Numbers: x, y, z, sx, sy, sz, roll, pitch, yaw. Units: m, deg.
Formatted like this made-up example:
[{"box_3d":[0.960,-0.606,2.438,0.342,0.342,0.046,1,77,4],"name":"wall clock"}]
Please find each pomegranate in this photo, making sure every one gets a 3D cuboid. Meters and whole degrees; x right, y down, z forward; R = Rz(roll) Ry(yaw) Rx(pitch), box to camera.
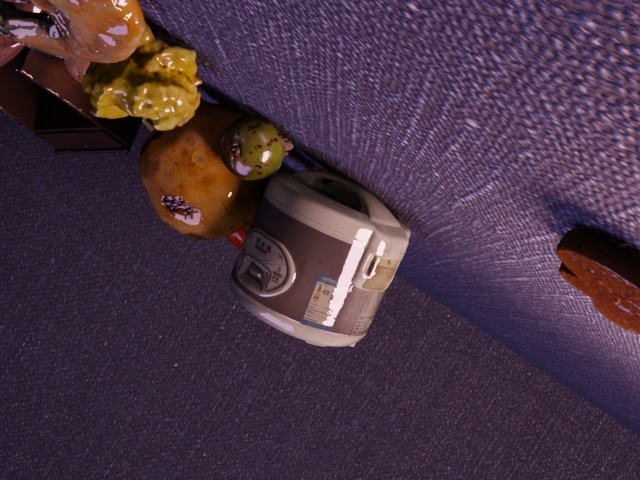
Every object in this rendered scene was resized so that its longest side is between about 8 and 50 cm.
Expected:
[{"box_3d":[-0.105,-0.159,1.718,0.115,0.114,0.142,33,-157,27],"name":"pomegranate"},{"box_3d":[-0.209,-0.127,1.858,0.260,0.260,0.260,34,178,1],"name":"pomegranate"}]

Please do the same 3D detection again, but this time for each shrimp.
[{"box_3d":[-0.426,-0.355,1.237,0.445,0.085,0.272,30,154,-18],"name":"shrimp"}]

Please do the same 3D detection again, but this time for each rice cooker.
[{"box_3d":[0.002,0.023,1.767,0.288,0.277,0.288,23,-167,-6],"name":"rice cooker"}]

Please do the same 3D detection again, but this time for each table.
[{"box_3d":[-0.515,-0.322,1.966,0.251,0.196,0.282,5,158,41],"name":"table"}]

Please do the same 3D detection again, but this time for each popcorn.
[{"box_3d":[-0.265,-0.247,1.510,0.198,0.155,0.197,13,174,1],"name":"popcorn"}]

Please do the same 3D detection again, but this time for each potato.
[{"box_3d":[-0.399,-0.331,1.776,0.112,0.112,0.147,35,-146,-30],"name":"potato"}]

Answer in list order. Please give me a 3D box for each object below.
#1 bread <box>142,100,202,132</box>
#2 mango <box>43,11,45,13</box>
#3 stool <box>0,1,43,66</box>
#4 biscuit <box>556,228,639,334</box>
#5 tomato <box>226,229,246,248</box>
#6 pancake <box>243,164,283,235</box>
[{"box_3d":[-0.309,-0.264,2.099,0.156,0.117,0.064,34,180,1],"name":"bread"},{"box_3d":[-0.658,-0.475,2.393,0.254,0.139,0.175,42,171,-30],"name":"mango"},{"box_3d":[-0.533,-0.373,1.396,0.272,0.272,0.178,35,-169,-35],"name":"stool"},{"box_3d":[0.307,0.054,0.980,0.180,0.039,0.236,35,178,33],"name":"biscuit"},{"box_3d":[-0.085,-0.039,2.396,0.299,0.226,0.298,35,171,7],"name":"tomato"},{"box_3d":[-0.121,-0.100,1.988,0.031,0.250,0.250,-7,-163,-24],"name":"pancake"}]
